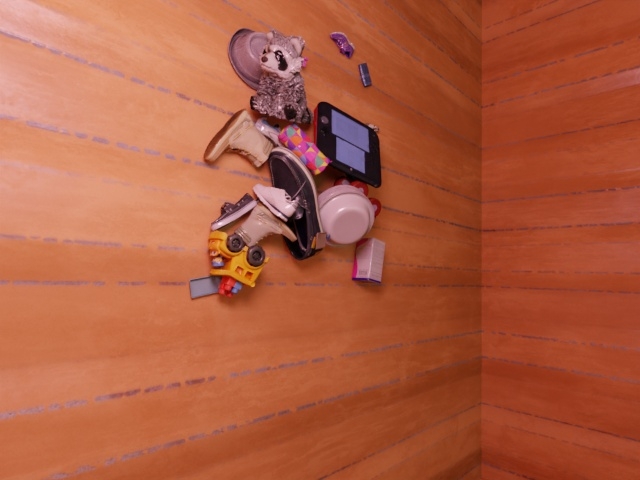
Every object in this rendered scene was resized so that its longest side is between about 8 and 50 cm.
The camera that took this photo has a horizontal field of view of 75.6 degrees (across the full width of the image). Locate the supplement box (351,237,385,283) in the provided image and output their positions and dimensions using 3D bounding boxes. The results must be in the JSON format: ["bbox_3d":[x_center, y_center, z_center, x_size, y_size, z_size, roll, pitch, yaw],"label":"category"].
[{"bbox_3d":[0.249,0.105,2.130,0.114,0.111,0.219,19,75,-44],"label":"supplement box"}]

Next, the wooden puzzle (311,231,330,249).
[{"bbox_3d":[0.000,0.000,1.749,0.116,0.014,0.078,4,99,-55],"label":"wooden puzzle"}]

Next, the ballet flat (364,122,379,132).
[{"bbox_3d":[0.282,-0.617,2.252,0.114,0.041,0.041,4,86,-45],"label":"ballet flat"}]

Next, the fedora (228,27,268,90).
[{"bbox_3d":[-0.232,-0.741,1.667,0.276,0.124,0.243,15,78,-44],"label":"fedora"}]

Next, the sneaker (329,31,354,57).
[{"bbox_3d":[0.111,-0.983,2.076,0.170,0.068,0.071,23,78,-44],"label":"sneaker"}]

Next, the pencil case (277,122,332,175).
[{"bbox_3d":[-0.065,-0.372,1.688,0.236,0.104,0.104,44,57,-19],"label":"pencil case"}]

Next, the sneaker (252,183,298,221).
[{"bbox_3d":[-0.177,-0.168,1.630,0.094,0.235,0.090,-51,147,4],"label":"sneaker"}]

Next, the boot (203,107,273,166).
[{"bbox_3d":[-0.307,-0.349,1.588,0.203,0.095,0.261,49,57,-33],"label":"boot"}]

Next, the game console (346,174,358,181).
[{"bbox_3d":[0.158,-0.334,2.035,0.085,0.144,0.124,-45,119,-37],"label":"game console"}]

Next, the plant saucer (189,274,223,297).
[{"bbox_3d":[-0.397,0.160,1.529,0.192,0.018,0.067,-9,94,-45],"label":"plant saucer"}]

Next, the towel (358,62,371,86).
[{"bbox_3d":[0.238,-0.892,2.227,0.067,0.029,0.119,-31,110,-43],"label":"towel"}]

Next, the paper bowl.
[{"bbox_3d":[0.107,-0.096,1.866,0.285,0.148,0.284,-8,122,-13],"label":"paper bowl"}]

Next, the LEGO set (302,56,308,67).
[{"bbox_3d":[-0.105,-0.724,1.818,0.087,0.093,0.227,10,81,-45],"label":"LEGO set"}]

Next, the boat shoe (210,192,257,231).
[{"bbox_3d":[-0.337,-0.115,1.567,0.228,0.080,0.076,-39,100,-37],"label":"boat shoe"}]

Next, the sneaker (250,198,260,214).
[{"bbox_3d":[-0.256,-0.131,1.675,0.032,0.037,0.083,22,71,-41],"label":"sneaker"}]

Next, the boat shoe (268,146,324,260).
[{"bbox_3d":[-0.112,-0.141,1.724,0.156,0.187,0.499,-39,121,-46],"label":"boat shoe"}]

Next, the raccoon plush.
[{"bbox_3d":[-0.129,-0.642,1.648,0.446,0.216,0.299,-56,162,-72],"label":"raccoon plush"}]

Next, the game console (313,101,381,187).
[{"bbox_3d":[0.132,-0.448,1.919,0.387,0.060,0.341,19,53,-31],"label":"game console"}]

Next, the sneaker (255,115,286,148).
[{"bbox_3d":[-0.173,-0.429,1.735,0.237,0.085,0.086,36,86,-37],"label":"sneaker"}]

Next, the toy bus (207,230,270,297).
[{"bbox_3d":[-0.329,0.093,1.512,0.220,0.150,0.211,34,71,-32],"label":"toy bus"}]

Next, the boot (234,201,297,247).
[{"bbox_3d":[-0.213,-0.026,1.632,0.213,0.077,0.165,41,91,-21],"label":"boot"}]

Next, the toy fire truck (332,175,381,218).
[{"bbox_3d":[0.133,-0.152,2.012,0.254,0.169,0.302,-49,124,-7],"label":"toy fire truck"}]
